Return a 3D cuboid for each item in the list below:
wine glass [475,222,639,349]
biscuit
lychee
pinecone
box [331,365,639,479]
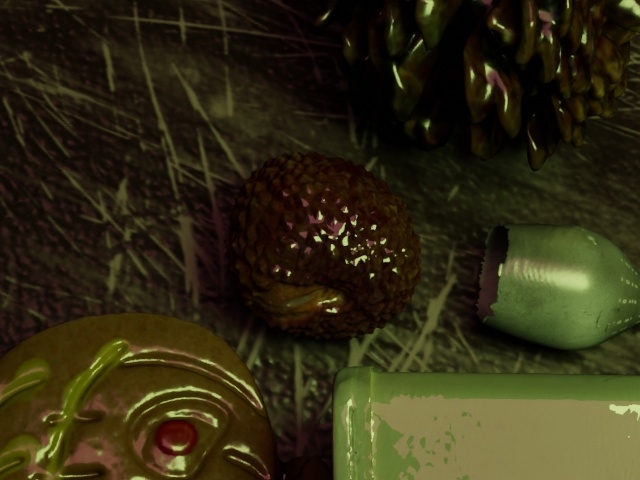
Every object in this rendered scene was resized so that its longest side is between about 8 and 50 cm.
[{"bbox_3d":[0.279,0.054,1.492,0.241,0.126,0.126,9,66,-6],"label":"wine glass"},{"bbox_3d":[-0.156,0.246,1.371,0.350,0.070,0.394,-9,66,-14],"label":"biscuit"},{"bbox_3d":[0.000,0.000,1.458,0.188,0.188,0.188,3,66,-6],"label":"lychee"},{"bbox_3d":[0.155,-0.280,1.490,0.398,0.398,0.398,3,66,-6],"label":"pinecone"},{"bbox_3d":[0.188,0.282,1.279,0.344,0.177,0.352,-2,80,4],"label":"box"}]
